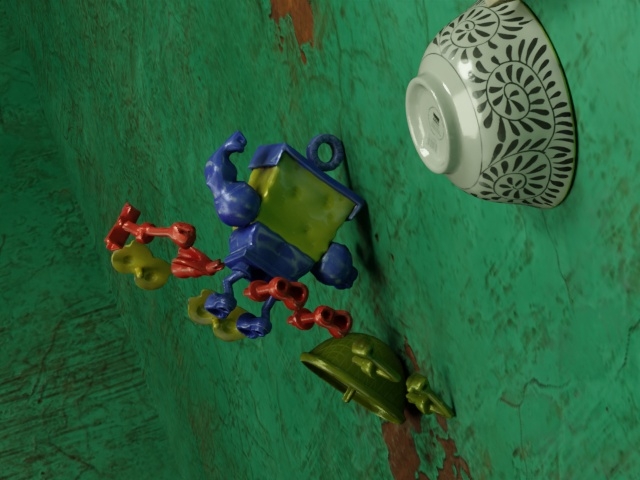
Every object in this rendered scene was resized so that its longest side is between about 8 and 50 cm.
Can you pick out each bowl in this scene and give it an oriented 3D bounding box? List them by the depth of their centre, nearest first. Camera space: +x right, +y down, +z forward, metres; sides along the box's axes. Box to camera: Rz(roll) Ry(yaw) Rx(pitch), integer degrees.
[{"bbox_3d":[0.114,-0.095,1.286,0.170,0.080,0.170,164,90,-73],"label":"bowl"}]

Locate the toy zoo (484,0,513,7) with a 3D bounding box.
[{"bbox_3d":[0.115,-0.320,1.158,0.192,0.030,0.293,159,94,-73],"label":"toy zoo"}]

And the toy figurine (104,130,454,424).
[{"bbox_3d":[0.000,0.000,1.661,0.362,0.217,0.191,34,156,-21],"label":"toy figurine"}]
